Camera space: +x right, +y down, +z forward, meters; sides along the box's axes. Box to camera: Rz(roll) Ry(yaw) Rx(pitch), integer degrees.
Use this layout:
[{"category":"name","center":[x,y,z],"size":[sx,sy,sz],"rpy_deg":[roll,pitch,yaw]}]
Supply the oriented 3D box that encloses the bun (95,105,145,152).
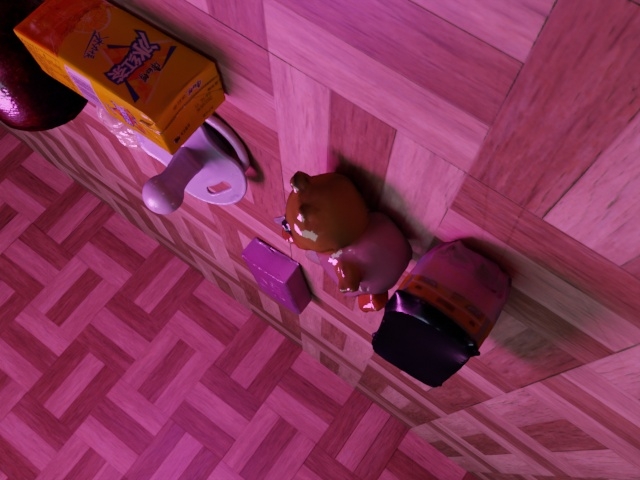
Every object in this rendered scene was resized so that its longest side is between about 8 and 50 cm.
[{"category":"bun","center":[-0.457,-0.282,1.375],"size":[0.188,0.111,0.164],"rpy_deg":[37,166,-7]}]

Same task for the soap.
[{"category":"soap","center":[-0.132,0.114,1.778],"size":[0.181,0.081,0.259],"rpy_deg":[31,161,22]}]

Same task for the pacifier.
[{"category":"pacifier","center":[-0.283,-0.147,1.198],"size":[0.238,0.226,0.287],"rpy_deg":[-7,136,41]}]

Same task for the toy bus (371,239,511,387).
[{"category":"toy bus","center":[0.204,0.130,1.011],"size":[0.171,0.162,0.386],"rpy_deg":[31,162,12]}]

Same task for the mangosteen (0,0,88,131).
[{"category":"mangosteen","center":[-0.645,-0.368,1.228],"size":[0.297,0.293,0.297],"rpy_deg":[47,164,18]}]

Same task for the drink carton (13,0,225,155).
[{"category":"drink carton","center":[-0.353,-0.312,1.019],"size":[0.351,0.154,0.111],"rpy_deg":[33,163,17]}]

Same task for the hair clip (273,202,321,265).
[{"category":"hair clip","center":[0.000,0.001,1.271],"size":[0.218,0.071,0.159],"rpy_deg":[40,161,-19]}]

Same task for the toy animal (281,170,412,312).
[{"category":"toy animal","center":[0.040,-0.010,1.005],"size":[0.281,0.195,0.169],"rpy_deg":[41,123,-21]}]
